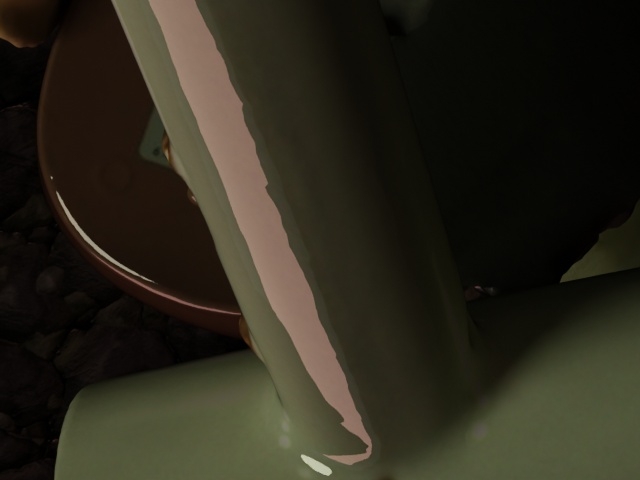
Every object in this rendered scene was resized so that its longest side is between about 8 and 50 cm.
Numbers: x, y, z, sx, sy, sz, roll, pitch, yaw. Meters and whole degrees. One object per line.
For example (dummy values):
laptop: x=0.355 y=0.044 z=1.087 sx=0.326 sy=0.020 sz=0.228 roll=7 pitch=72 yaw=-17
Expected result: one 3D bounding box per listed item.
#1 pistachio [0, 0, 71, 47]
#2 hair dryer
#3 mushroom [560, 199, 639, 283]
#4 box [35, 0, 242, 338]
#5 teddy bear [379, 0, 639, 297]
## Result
pistachio: x=-0.216 y=-0.213 z=0.895 sx=0.229 sy=0.238 sz=0.321 roll=-3 pitch=-179 yaw=3
hair dryer: x=0.000 y=0.000 z=0.431 sx=0.128 sy=0.203 sz=0.362 roll=-91 pitch=-15 yaw=-49
mushroom: x=0.283 y=0.079 z=0.945 sx=0.352 sy=0.260 sz=0.352 roll=26 pitch=-145 yaw=-21
box: x=-0.036 y=-0.075 z=1.008 sx=0.301 sy=0.301 sz=0.216 roll=30 pitch=-175 yaw=5
teddy bear: x=0.038 y=-0.062 z=0.612 sx=0.171 sy=0.144 sz=0.251 roll=25 pitch=-170 yaw=-20
